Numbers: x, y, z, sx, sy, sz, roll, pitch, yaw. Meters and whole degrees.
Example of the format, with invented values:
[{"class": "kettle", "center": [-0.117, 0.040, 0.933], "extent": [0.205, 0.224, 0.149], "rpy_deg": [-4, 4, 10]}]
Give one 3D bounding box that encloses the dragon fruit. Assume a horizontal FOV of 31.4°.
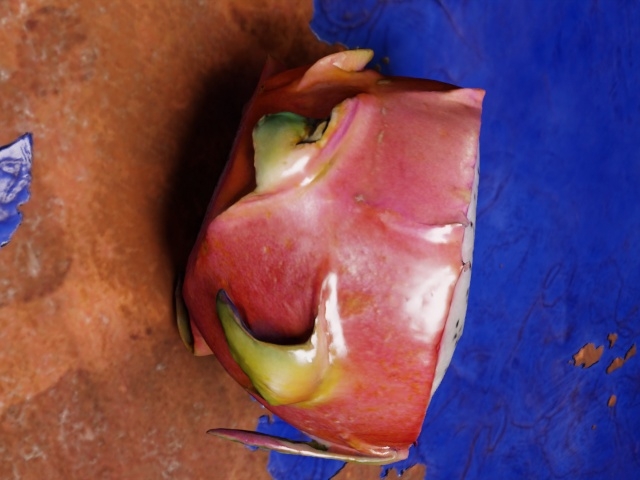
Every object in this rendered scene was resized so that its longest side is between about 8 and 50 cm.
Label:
[{"class": "dragon fruit", "center": [0.000, 0.000, 0.785], "extent": [0.189, 0.290, 0.291], "rpy_deg": [13, 100, -4]}]
